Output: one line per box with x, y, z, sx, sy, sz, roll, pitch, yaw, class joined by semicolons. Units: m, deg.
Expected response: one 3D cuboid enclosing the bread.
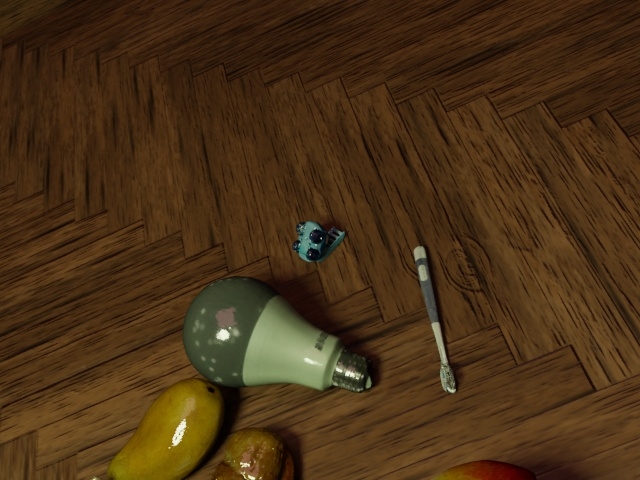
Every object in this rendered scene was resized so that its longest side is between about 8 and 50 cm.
-0.127;0.426;1.158;0.124;0.084;0.344;0;54;27;bread

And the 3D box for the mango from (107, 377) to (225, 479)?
-0.243;0.318;1.299;0.227;0.099;0.136;-44;51;-1;mango

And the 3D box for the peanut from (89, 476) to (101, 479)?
-0.319;0.449;1.205;0.129;0.129;0.224;-35;52;-4;peanut

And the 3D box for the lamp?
-0.067;0.154;1.321;0.314;0.182;0.182;5;53;5;lamp

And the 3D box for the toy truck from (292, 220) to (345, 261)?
0.000;0.000;1.467;0.056;0.090;0.073;30;115;40;toy truck

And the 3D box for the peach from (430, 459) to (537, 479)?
0.197;0.360;0.983;0.197;0.197;0.197;-14;48;16;peach

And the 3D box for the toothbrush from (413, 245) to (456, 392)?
0.180;0.117;1.304;0.024;0.026;0.288;-15;47;10;toothbrush
